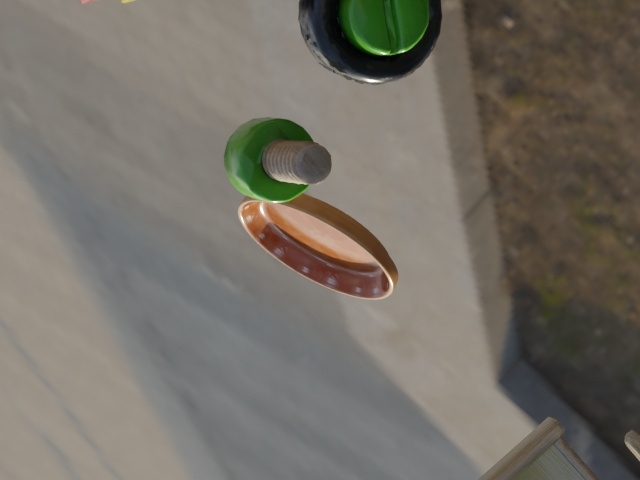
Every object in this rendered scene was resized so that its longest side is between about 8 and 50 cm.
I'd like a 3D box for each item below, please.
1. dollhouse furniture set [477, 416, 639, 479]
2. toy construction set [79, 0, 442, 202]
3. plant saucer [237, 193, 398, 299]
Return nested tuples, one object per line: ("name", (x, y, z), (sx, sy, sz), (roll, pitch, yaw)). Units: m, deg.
("dollhouse furniture set", (0.170, 0.219, 1.321), (0.161, 0.212, 0.242), (49, 178, 2))
("toy construction set", (-0.068, -0.212, 0.800), (0.309, 0.257, 0.237), (44, 169, -17))
("plant saucer", (0.000, 0.000, 0.865), (0.083, 0.013, 0.083), (27, 160, 10))
